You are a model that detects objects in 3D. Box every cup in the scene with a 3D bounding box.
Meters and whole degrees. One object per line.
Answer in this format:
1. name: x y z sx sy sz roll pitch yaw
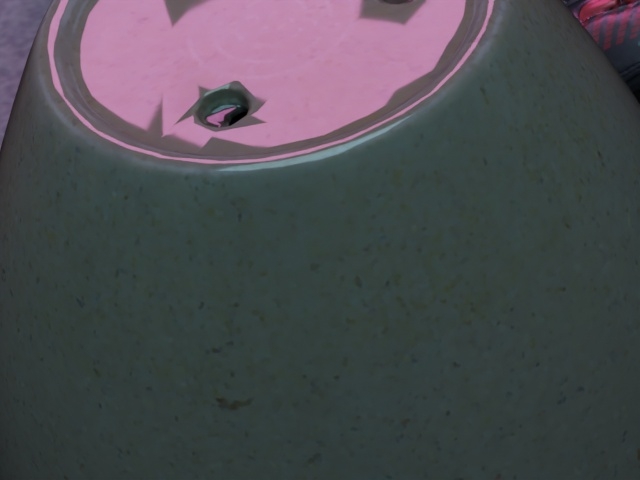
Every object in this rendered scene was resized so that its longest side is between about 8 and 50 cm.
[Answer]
1. cup: 0.000 0.000 0.637 0.331 0.237 0.331 -7 46 7

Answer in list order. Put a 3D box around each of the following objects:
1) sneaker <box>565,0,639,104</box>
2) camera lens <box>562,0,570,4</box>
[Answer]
1. sneaker: 0.220 -0.057 0.735 0.276 0.097 0.135 3 45 14
2. camera lens: 0.184 -0.249 0.804 0.219 0.274 0.219 -7 44 7
